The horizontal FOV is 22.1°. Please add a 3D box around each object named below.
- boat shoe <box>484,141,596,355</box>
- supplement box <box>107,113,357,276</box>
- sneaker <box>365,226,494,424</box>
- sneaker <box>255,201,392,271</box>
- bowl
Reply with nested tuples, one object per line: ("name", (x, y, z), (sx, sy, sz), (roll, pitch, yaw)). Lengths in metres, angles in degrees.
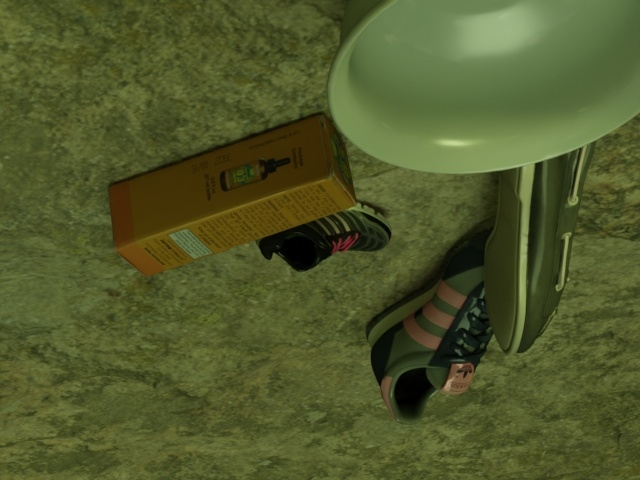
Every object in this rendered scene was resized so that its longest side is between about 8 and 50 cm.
("boat shoe", (0.226, -0.012, 1.650), (0.095, 0.112, 0.335), (-11, 134, -10))
("supplement box", (-0.086, -0.042, 1.592), (0.233, 0.078, 0.080), (-19, 149, 16))
("sneaker", (0.168, 0.098, 1.849), (0.112, 0.131, 0.319), (9, 145, -27))
("sneaker", (0.000, 0.000, 1.689), (0.170, 0.075, 0.063), (10, 144, -31))
("bowl", (0.141, -0.188, 1.351), (0.297, 0.134, 0.298), (-8, 150, -5))
